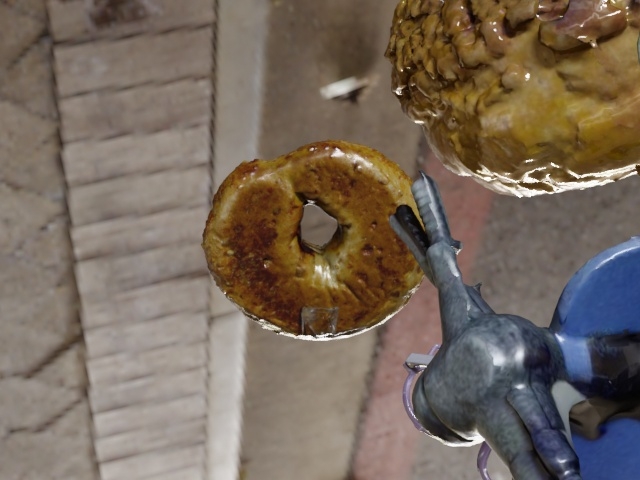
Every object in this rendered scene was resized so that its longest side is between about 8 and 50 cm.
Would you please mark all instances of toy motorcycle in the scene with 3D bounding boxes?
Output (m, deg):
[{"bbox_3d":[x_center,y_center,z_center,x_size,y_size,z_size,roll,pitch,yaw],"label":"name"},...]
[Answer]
[{"bbox_3d":[0.153,0.086,0.530,0.212,0.358,0.125,9,113,-19],"label":"toy motorcycle"}]

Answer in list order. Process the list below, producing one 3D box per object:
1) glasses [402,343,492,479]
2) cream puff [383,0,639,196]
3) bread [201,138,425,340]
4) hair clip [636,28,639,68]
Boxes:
[{"bbox_3d":[0.123,0.109,1.039,0.062,0.140,0.104,-47,175,-33],"label":"glasses"},{"bbox_3d":[0.218,-0.187,1.304,0.343,0.231,0.327,-28,-167,-7],"label":"cream puff"},{"bbox_3d":[0.000,0.000,1.289,0.193,0.064,0.193,-1,119,-2],"label":"bread"},{"bbox_3d":[0.284,-0.011,0.724,0.138,0.321,0.091,-38,-179,24],"label":"hair clip"}]
